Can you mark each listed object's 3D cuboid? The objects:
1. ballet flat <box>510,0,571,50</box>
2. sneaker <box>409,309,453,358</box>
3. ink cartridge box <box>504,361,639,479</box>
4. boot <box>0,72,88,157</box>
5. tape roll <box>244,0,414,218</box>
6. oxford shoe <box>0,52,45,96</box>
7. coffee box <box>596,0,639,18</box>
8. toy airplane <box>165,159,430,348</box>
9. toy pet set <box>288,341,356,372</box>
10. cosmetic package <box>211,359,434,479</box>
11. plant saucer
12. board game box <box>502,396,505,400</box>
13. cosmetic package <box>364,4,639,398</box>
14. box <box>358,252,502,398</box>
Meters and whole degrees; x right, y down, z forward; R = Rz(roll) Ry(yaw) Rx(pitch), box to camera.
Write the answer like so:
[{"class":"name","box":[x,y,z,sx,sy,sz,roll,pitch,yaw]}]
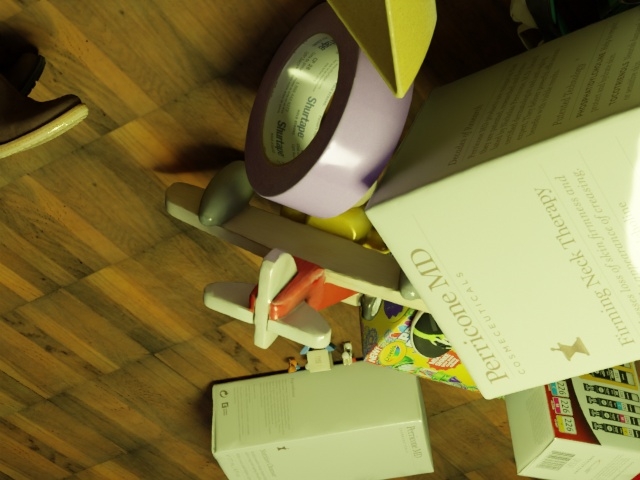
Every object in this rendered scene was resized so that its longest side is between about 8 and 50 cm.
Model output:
[{"class":"ballet flat","box":[0.293,-0.298,1.805,0.074,0.074,0.203,-17,143,15]},{"class":"sneaker","box":[0.205,0.124,2.020,0.084,0.097,0.235,14,137,-19]},{"class":"ink cartridge box","box":[0.461,0.259,2.323,0.271,0.309,0.130,12,139,-21]},{"class":"boot","box":[-0.445,-0.208,1.762,0.248,0.090,0.207,-18,97,15]},{"class":"tape roll","box":[0.007,-0.172,1.768,0.090,0.275,0.275,19,136,-27]},{"class":"oxford shoe","box":[-0.475,-0.200,1.846,0.227,0.083,0.096,-29,123,20]},{"class":"coffee box","box":[0.466,-0.328,1.748,0.184,0.040,0.113,-5,167,-17]},{"class":"toy airplane","box":[0.000,0.000,1.934,0.386,0.384,0.272,9,106,-25]},{"class":"toy pet set","box":[-0.006,0.198,2.419,0.122,0.065,0.114,-9,180,10]},{"class":"cosmetic package","box":[0.008,0.351,2.515,0.385,0.156,0.217,-10,143,8]},{"class":"plant saucer","box":[0.036,-0.381,1.501,0.081,0.333,0.333,-24,142,-9]},{"class":"board game box","box":[0.423,0.291,2.548,0.124,0.039,0.259,-20,147,20]},{"class":"cosmetic package","box":[0.337,-0.055,1.726,0.393,0.327,0.329,-21,114,32]},{"class":"box","box":[0.252,0.085,2.193,0.279,0.177,0.290,17,137,-23]}]
